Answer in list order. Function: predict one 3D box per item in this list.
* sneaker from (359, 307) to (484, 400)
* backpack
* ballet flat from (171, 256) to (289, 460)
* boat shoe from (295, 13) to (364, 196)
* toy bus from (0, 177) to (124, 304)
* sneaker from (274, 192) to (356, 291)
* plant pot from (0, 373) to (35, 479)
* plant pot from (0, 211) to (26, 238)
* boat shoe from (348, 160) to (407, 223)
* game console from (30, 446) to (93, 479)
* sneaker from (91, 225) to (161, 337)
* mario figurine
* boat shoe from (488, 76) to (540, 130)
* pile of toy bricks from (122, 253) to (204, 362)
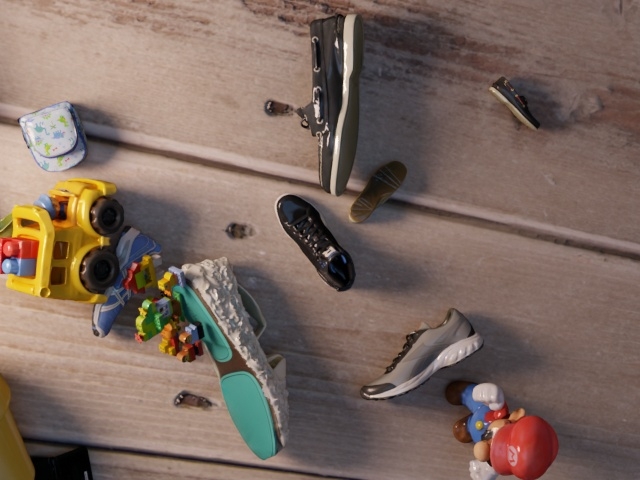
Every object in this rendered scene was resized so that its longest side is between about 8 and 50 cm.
[{"bbox_3d":[0.190,0.233,1.724,0.272,0.100,0.108,-31,87,-12],"label":"sneaker"},{"bbox_3d":[-0.471,-0.180,1.531,0.105,0.084,0.114,-21,102,-8],"label":"backpack"},{"bbox_3d":[-0.136,0.212,1.625,0.147,0.147,0.408,-26,101,-10],"label":"ballet flat"},{"bbox_3d":[0.010,-0.256,1.626,0.113,0.127,0.340,7,102,16],"label":"boat shoe"},{"bbox_3d":[-0.465,-0.004,1.472,0.211,0.149,0.220,5,93,-49],"label":"toy bus"},{"bbox_3d":[0.000,0.000,1.637,0.079,0.121,0.217,-38,102,-8],"label":"sneaker"},{"bbox_3d":[-0.619,0.355,1.472,0.254,0.254,0.239,-30,116,-9],"label":"plant pot"},{"bbox_3d":[-0.545,0.002,1.538,0.083,0.083,0.079,-42,114,-7],"label":"plant pot"},{"bbox_3d":[0.110,-0.095,1.699,0.056,0.048,0.153,39,79,-1],"label":"boat shoe"},{"bbox_3d":[-0.491,0.455,1.618,0.107,0.071,0.122,-15,100,-42],"label":"game console"},{"bbox_3d":[-0.360,0.083,1.581,0.081,0.080,0.211,21,90,-12],"label":"sneaker"},{"bbox_3d":[0.311,0.366,1.638,0.198,0.320,0.170,41,84,-13],"label":"mario figurine"},{"bbox_3d":[0.400,-0.275,1.744,0.133,0.049,0.042,43,92,-8],"label":"boat shoe"},{"bbox_3d":[-0.291,0.143,1.548,0.105,0.118,0.212,-32,128,-38],"label":"pile of toy bricks"}]
